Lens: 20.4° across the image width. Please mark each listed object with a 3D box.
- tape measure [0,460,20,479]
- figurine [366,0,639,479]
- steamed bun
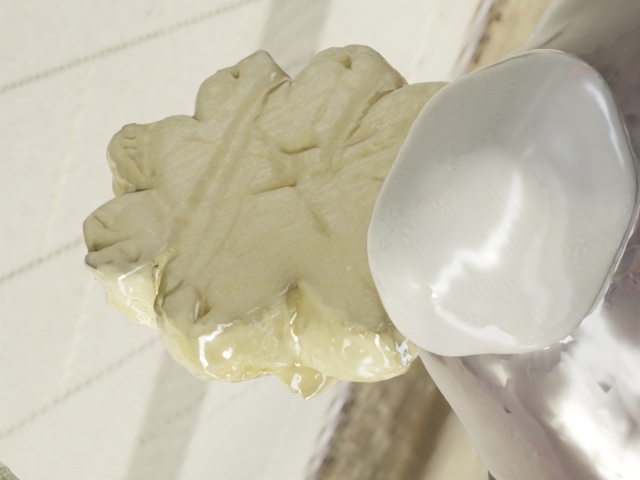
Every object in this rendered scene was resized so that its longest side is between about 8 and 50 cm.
[{"bbox_3d":[-0.292,0.223,1.114,0.207,0.115,0.235,-45,180,11],"label":"tape measure"},{"bbox_3d":[0.127,-0.022,0.661,0.218,0.206,0.365,-26,-164,3],"label":"figurine"},{"bbox_3d":[0.000,0.000,1.189,0.295,0.292,0.137,-30,135,-14],"label":"steamed bun"}]
